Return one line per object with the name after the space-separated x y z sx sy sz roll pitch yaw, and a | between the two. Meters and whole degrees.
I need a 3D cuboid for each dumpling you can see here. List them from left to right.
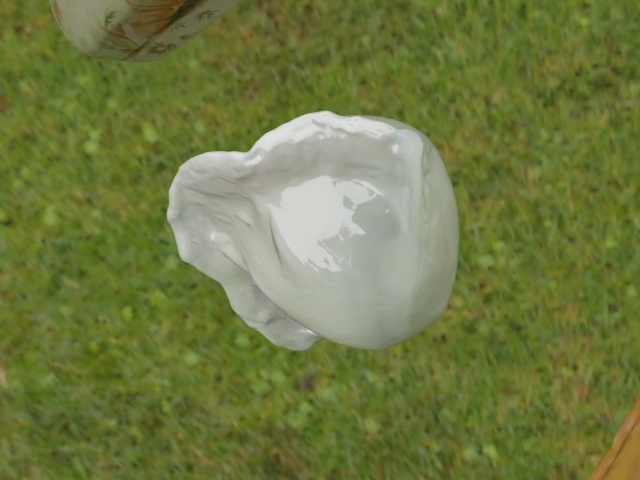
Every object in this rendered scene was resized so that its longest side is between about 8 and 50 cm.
0.000 0.000 0.881 0.151 0.229 0.124 -10 57 7 | dumpling

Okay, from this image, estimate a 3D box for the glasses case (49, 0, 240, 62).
-0.029 -0.218 0.777 0.098 0.425 0.157 4 71 -31 | glasses case

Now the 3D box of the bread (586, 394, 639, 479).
0.157 0.110 0.514 0.149 0.274 0.274 31 73 -3 | bread
